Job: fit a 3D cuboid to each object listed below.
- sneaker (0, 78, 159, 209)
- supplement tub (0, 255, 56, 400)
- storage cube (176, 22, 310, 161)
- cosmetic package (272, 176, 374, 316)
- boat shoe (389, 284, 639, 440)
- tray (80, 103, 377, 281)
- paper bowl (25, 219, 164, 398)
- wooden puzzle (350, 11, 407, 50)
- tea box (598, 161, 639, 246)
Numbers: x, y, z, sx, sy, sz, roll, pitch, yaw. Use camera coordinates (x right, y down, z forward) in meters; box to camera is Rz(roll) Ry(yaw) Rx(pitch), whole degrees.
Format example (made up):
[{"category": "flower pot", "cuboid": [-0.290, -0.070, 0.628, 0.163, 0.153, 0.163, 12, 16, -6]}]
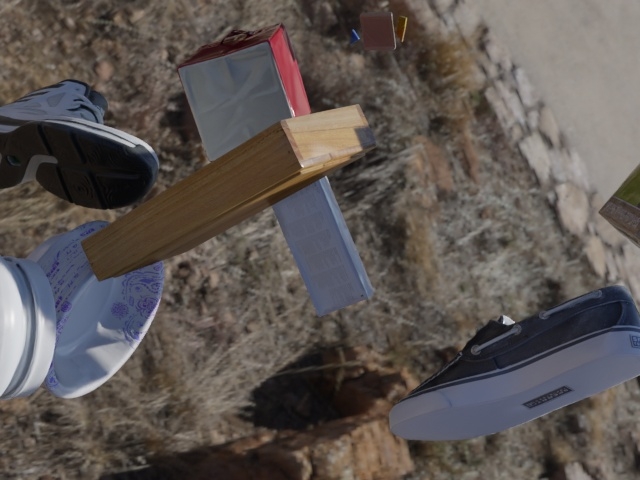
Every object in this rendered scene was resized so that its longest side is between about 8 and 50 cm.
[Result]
[{"category": "sneaker", "cuboid": [-0.425, -0.203, 1.740, 0.257, 0.447, 0.169, -52, 140, -40]}, {"category": "supplement tub", "cuboid": [-0.525, 0.111, 1.253, 0.316, 0.228, 0.228, 5, 71, -43]}, {"category": "storage cube", "cuboid": [-0.138, -0.280, 1.831, 0.193, 0.183, 0.215, -76, 151, -68]}, {"category": "cosmetic package", "cuboid": [0.000, 0.000, 1.679, 0.239, 0.098, 0.060, 68, 19, -4]}, {"category": "boat shoe", "cuboid": [0.204, 0.133, 1.065, 0.108, 0.301, 0.102, 31, 41, -43]}, {"category": "tray", "cuboid": [-0.135, -0.063, 1.409, 0.202, 0.410, 0.076, -22, 87, -56]}, {"category": "paper bowl", "cuboid": [-0.396, 0.101, 1.593, 0.148, 0.284, 0.284, 28, 38, 18]}, {"category": "wooden puzzle", "cuboid": [0.113, -0.403, 1.893, 0.014, 0.116, 0.079, -43, 139, -53]}, {"category": "tea box", "cuboid": [0.664, -0.086, 1.610, 0.220, 0.324, 0.329, 39, 11, -1]}]
